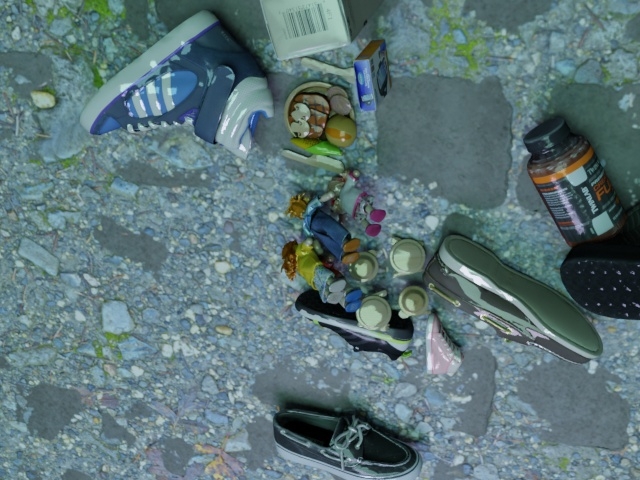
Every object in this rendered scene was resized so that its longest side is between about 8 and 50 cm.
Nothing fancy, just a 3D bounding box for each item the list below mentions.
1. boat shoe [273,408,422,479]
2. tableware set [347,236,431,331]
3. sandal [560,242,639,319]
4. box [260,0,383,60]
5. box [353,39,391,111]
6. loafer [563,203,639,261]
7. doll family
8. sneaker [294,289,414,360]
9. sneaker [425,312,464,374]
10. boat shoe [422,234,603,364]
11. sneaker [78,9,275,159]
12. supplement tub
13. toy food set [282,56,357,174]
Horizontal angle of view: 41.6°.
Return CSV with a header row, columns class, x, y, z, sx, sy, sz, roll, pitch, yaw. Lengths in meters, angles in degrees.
class,x,y,z,sx,sy,sz,roll,pitch,yaw
boat shoe,0.051,0.398,1.675,0.306,0.113,0.105,14,135,19
tableware set,0.124,0.078,1.504,0.141,0.020,0.168,-9,96,3
sandal,0.555,0.047,1.196,0.446,0.107,0.167,8,137,47
box,0.011,-0.345,1.199,0.113,0.275,0.094,-7,115,20
box,0.081,-0.255,1.308,0.028,0.136,0.081,-3,117,17
loafer,0.513,0.013,1.366,0.087,0.094,0.251,30,134,-30
doll family,0.000,0.000,1.458,0.163,0.118,0.263,43,130,40
sneaker,0.059,0.169,1.568,0.235,0.084,0.097,17,121,6
sneaker,0.229,0.191,1.552,0.070,0.051,0.134,2,121,13
boat shoe,0.328,0.117,1.451,0.324,0.116,0.096,33,125,2
sneaker,-0.231,-0.206,1.424,0.323,0.130,0.236,-33,100,22
supplement tub,0.394,-0.091,1.324,0.106,0.106,0.198,-25,108,26
toy food set,0.000,-0.204,1.414,0.132,0.038,0.192,16,120,7
